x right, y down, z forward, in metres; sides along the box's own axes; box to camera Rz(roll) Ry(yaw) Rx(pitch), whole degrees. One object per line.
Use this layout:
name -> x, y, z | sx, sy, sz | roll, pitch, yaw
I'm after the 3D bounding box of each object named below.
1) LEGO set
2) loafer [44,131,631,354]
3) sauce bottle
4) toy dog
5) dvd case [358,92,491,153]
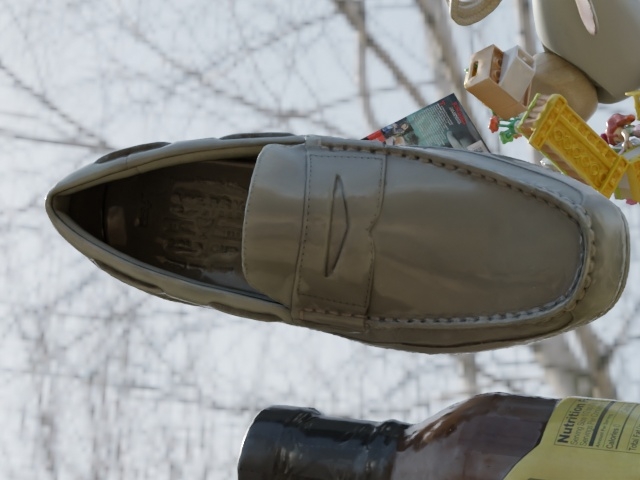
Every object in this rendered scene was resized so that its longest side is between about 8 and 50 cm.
LEGO set -> 0.213, -0.089, 1.434 | 0.287, 0.132, 0.107 | -2, 6, -32
loafer -> 0.000, 0.000, 0.919 | 0.319, 0.112, 0.111 | 2, -3, 31
sauce bottle -> 0.127, 0.130, 0.838 | 0.344, 0.111, 0.111 | 2, -32, 25
toy dog -> 0.263, -0.225, 1.624 | 0.161, 0.220, 0.334 | 23, -10, 32
dvd case -> 0.096, -0.082, 1.703 | 0.119, 0.087, 0.013 | -28, -23, -4
